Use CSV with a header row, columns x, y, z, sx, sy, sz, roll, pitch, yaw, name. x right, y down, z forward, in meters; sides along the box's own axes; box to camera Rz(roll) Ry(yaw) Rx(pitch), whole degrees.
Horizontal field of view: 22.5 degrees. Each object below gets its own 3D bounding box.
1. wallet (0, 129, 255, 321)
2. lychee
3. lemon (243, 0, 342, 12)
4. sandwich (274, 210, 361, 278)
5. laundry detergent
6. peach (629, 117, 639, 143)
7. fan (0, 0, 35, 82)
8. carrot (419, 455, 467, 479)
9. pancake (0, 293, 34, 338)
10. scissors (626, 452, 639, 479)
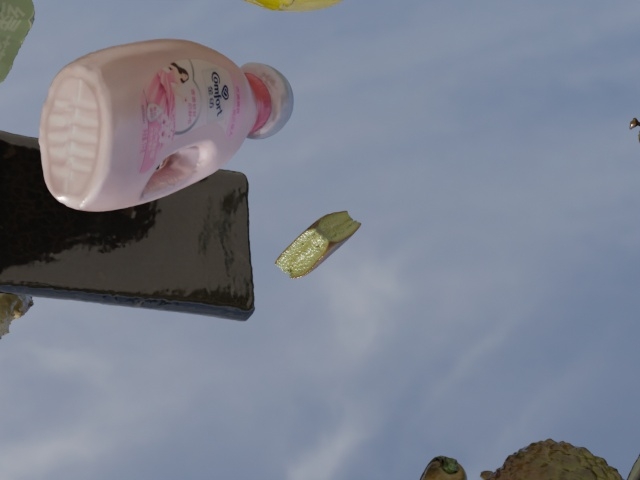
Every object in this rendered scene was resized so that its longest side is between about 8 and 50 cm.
x,y,z,sx,sy,sz,roll,pitch,yaw,name
-0.209,-0.011,1.660,0.321,0.170,0.044,8,160,-35,wallet
0.163,0.197,1.113,0.114,0.114,0.146,-32,-142,-28,lychee
-0.024,-0.336,1.432,0.284,0.260,0.260,-35,-165,40,lemon
0.000,0.000,1.415,0.083,0.044,0.031,-41,-96,-12,sandwich
-0.139,-0.120,1.570,0.088,0.159,0.335,19,-162,26,laundry detergent
0.489,-0.192,1.898,0.154,0.267,0.158,3,-148,-13,peach
-0.339,-0.196,1.516,0.131,0.009,0.240,17,-105,16,fan
0.090,0.319,1.563,0.049,0.254,0.049,16,-160,-6,carrot
-0.469,0.087,1.618,0.356,0.065,0.356,-8,-163,3,pancake
0.319,0.124,1.308,0.289,0.138,0.041,-51,-165,-23,scissors
